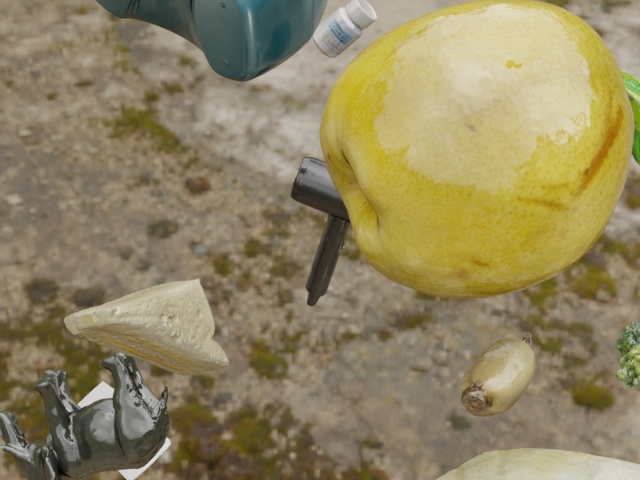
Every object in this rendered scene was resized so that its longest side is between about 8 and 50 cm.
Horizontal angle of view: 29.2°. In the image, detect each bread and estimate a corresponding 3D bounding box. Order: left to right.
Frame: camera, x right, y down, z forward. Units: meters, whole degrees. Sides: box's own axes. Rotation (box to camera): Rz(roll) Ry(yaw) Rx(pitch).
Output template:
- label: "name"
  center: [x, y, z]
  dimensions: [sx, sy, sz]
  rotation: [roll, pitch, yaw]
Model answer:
- label: "bread"
  center: [-0.177, 0.105, 1.263]
  dimensions: [0.077, 0.105, 0.152]
  rotation: [-16, 2, 37]

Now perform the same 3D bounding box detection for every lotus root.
- label: "lotus root"
  center: [0.190, 0.144, 1.305]
  dimensions: [0.062, 0.073, 0.150]
  rotation: [41, 35, 10]

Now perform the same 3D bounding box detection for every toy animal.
- label: "toy animal"
  center: [-0.291, 0.223, 1.470]
  dimensions: [0.245, 0.146, 0.114]
  rotation: [-15, 6, 30]

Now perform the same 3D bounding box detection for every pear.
- label: "pear"
  center: [0.160, -0.091, 1.235]
  dimensions: [0.314, 0.314, 0.314]
  rotation: [1, 35, -1]

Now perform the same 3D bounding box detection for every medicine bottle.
- label: "medicine bottle"
  center: [0.034, -0.306, 1.764]
  dimensions: [0.052, 0.089, 0.052]
  rotation: [40, 27, -26]

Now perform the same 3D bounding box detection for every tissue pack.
- label: "tissue pack"
  center: [-0.125, -0.338, 1.439]
  dimensions: [0.287, 0.198, 0.206]
  rotation: [29, 60, 20]

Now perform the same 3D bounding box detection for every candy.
- label: "candy"
  center: [0.459, -0.163, 1.737]
  dimensions: [0.069, 0.246, 0.149]
  rotation: [-28, 5, 21]

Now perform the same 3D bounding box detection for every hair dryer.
- label: "hair dryer"
  center: [0.000, 0.000, 1.762]
  dimensions: [0.128, 0.255, 0.070]
  rotation: [23, 39, 3]

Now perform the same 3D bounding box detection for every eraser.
- label: "eraser"
  center: [-0.290, 0.264, 1.736]
  dimensions: [0.076, 0.078, 0.298]
  rotation: [-44, 12, -14]

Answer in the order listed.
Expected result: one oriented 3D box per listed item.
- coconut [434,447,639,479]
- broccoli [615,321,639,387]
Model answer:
- label: "coconut"
  center: [0.227, 0.362, 1.054]
  dimensions: [0.345, 0.415, 0.415]
  rotation: [-12, 37, -20]
- label: "broccoli"
  center: [0.618, 0.204, 1.959]
  dimensions: [0.288, 0.235, 0.260]
  rotation: [5, 37, 31]
